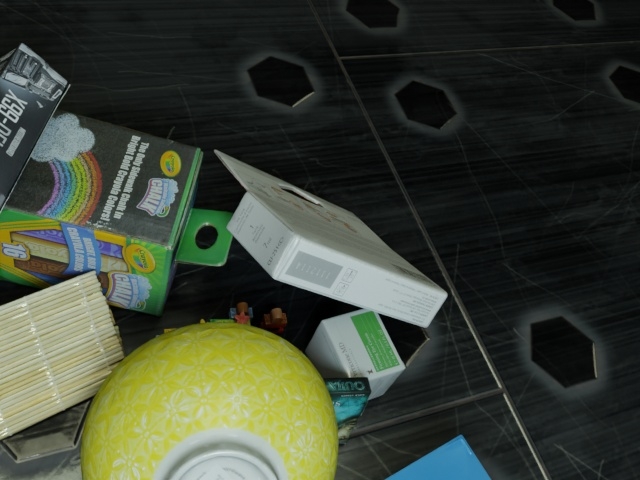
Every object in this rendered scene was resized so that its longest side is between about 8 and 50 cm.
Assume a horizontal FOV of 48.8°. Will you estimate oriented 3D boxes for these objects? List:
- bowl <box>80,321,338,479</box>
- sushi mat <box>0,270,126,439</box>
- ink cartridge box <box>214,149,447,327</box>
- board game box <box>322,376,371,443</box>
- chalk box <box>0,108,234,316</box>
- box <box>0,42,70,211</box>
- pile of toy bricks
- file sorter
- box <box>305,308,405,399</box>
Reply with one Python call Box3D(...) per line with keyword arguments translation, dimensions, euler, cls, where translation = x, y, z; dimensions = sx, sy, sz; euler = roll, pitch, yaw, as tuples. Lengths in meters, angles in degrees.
Box3D(translation=(-0.108, 0.241, 0.736), dimensions=(0.290, 0.156, 0.289), euler=(-1, 97, -12), cls="bowl")
Box3D(translation=(-0.387, 0.161, 0.829), dimensions=(0.317, 0.019, 0.151), euler=(-23, 101, -29), cls="sushi mat")
Box3D(translation=(0.000, 0.000, 0.991), dimensions=(0.296, 0.066, 0.261), euler=(22, 14, -40), cls="ink cartridge box")
Box3D(translation=(-0.042, 0.218, 0.883), dimensions=(0.186, 0.126, 0.026), euler=(2, 45, -16), cls="board game box")
Box3D(translation=(-0.263, -0.027, 0.951), dimensions=(0.289, 0.179, 0.180), euler=(16, 52, -8), cls="chalk box")
Box3D(translation=(-0.467, -0.081, 0.854), dimensions=(0.076, 0.308, 0.242), euler=(45, 40, -37), cls="box")
Box3D(translation=(-0.121, 0.130, 0.931), dimensions=(0.212, 0.105, 0.118), euler=(-1, 57, -19), cls="pile of toy bricks")
Box3D(translation=(0.124, 0.343, 0.864), dimensions=(0.170, 0.104, 0.118), euler=(-20, 64, -29), cls="file sorter")
Box3D(translation=(0.044, 0.162, 0.965), dimensions=(0.087, 0.102, 0.101), euler=(-13, 61, -24), cls="box")
